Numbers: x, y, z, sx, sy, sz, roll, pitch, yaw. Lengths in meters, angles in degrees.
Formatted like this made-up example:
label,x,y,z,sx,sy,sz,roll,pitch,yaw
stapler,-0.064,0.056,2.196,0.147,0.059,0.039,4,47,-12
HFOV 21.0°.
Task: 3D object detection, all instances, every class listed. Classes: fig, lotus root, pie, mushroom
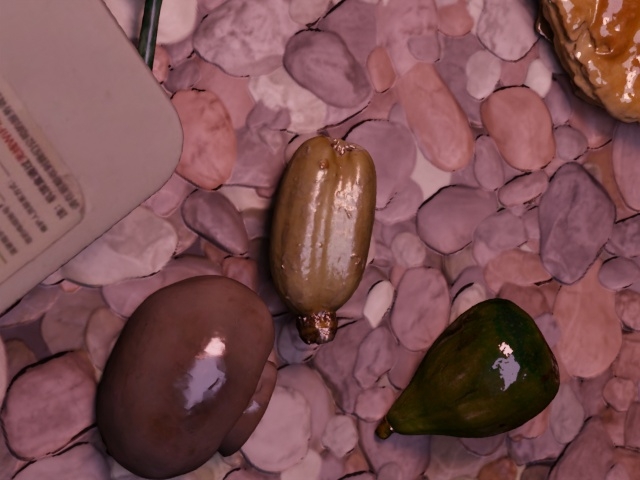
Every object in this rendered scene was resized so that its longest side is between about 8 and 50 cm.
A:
label,x,y,z,sx,sy,sz,roll,pitch,yaw
fig,0.131,0.134,1.572,0.177,0.117,0.117,-31,105,-8
lotus root,-0.001,0.000,1.511,0.090,0.077,0.183,7,88,-17
pie,0.348,-0.260,1.647,0.339,0.083,0.339,-2,96,-21
mushroom,-0.108,0.120,1.464,0.141,0.117,0.188,29,87,-11

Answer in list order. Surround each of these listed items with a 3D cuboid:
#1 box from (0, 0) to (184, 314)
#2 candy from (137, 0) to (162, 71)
label,x,y,z,sx,sy,sz,roll,pitch,yaw
box,-0.353,-0.104,1.308,0.396,0.111,0.396,-38,114,-12
candy,-0.141,-0.212,1.443,0.097,0.097,0.323,6,99,-24
